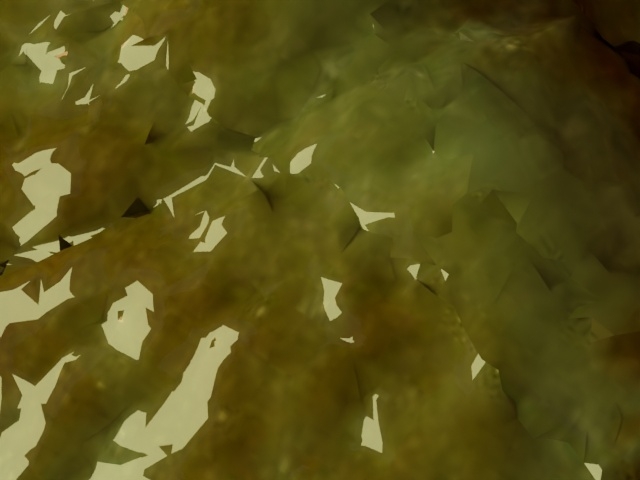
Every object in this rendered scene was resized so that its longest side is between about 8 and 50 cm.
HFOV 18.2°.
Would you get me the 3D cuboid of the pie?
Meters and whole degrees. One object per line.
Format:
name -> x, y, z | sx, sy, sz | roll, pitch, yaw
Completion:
pie -> -0.077, 0.031, 0.483 | 0.395, 0.418, 0.180 | -52, -19, 4
